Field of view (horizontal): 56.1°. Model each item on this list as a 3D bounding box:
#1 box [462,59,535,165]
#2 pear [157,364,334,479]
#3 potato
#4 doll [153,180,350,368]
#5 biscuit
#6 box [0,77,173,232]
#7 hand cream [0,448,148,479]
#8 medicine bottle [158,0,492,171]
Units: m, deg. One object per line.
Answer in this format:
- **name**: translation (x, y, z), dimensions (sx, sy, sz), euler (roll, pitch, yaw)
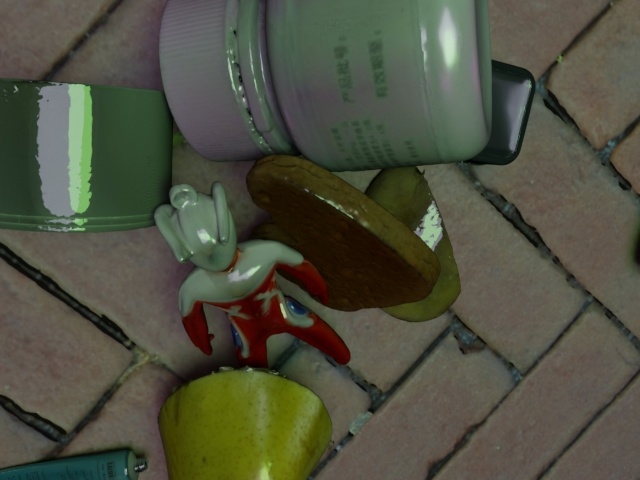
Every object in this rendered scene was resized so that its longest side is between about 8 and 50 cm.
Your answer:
- **box**: translation (0.184, -0.184, 0.829), dimensions (0.201, 0.090, 0.144), euler (10, 98, -12)
- **pear**: translation (-0.112, 0.308, 0.784), dimensions (0.267, 0.178, 0.266), euler (3, 127, 4)
- **potato**: translation (0.112, 0.016, 0.853), dimensions (0.138, 0.098, 0.243), euler (-24, 104, -4)
- **doll**: translation (-0.088, 0.073, 0.750), dimensions (0.189, 0.099, 0.383), euler (-26, 136, -1)
- **biscuit**: translation (0.001, -0.002, 0.746), dimensions (0.262, 0.277, 0.052), euler (34, 65, -17)
- **box**: translation (-0.284, -0.100, 0.682), dimensions (0.226, 0.226, 0.149), euler (2, 100, -12)
- **hand cream**: translation (-0.359, 0.345, 0.858), dimensions (0.225, 0.048, 0.083), euler (-12, 103, -2)
- **medicine bottle**: translation (0.016, -0.202, 0.664), dimensions (0.325, 0.256, 0.255), euler (-3, 104, 21)
